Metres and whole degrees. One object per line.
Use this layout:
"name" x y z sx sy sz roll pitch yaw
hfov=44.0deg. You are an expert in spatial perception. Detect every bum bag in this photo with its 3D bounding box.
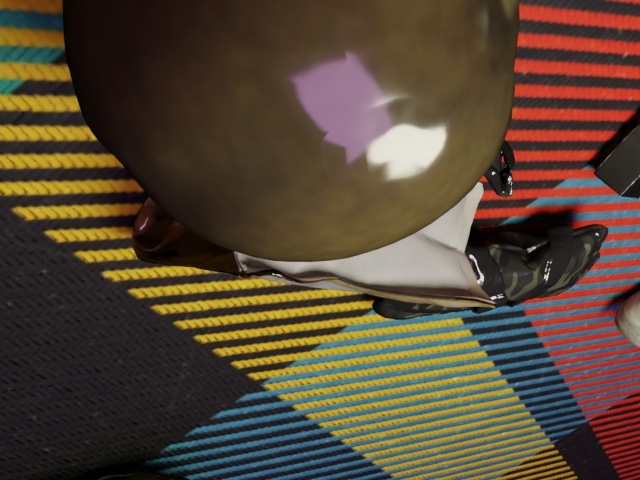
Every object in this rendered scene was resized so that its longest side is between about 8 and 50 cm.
"bum bag" 0.155 -0.120 0.795 0.049 0.087 0.198 -22 142 20
"bum bag" 0.227 0.038 1.000 0.340 0.095 0.144 -5 150 -24

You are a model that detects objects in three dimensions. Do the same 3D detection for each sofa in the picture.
"sofa" 0.409 -0.123 0.975 0.085 0.060 0.147 -1 135 -53

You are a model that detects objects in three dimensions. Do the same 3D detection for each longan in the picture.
"longan" -0.005 -0.141 0.517 0.319 0.319 0.319 -16 138 -15

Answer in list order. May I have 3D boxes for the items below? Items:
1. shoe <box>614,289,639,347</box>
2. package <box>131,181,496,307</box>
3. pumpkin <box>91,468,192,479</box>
"shoe" 0.611 0.056 1.227 0.316 0.124 0.159 -21 140 -18
"package" 0.008 -0.032 0.780 0.311 0.221 0.165 12 86 -36
"pumpkin" -0.251 0.438 0.993 0.328 0.291 0.257 -21 120 -25
